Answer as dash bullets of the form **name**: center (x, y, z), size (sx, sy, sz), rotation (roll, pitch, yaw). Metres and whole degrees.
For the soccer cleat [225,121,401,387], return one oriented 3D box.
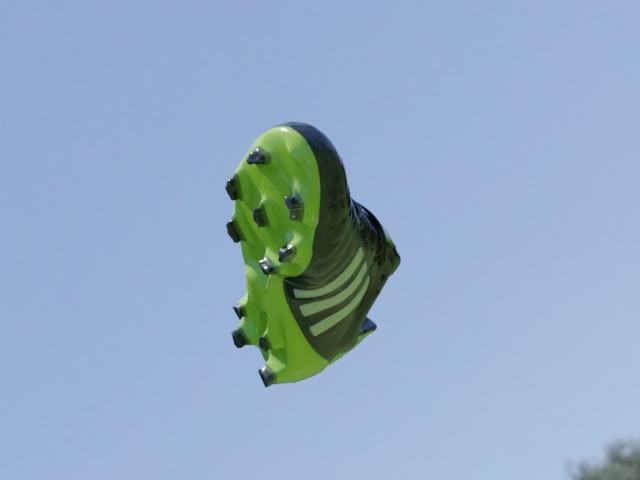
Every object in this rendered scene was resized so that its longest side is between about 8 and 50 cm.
- **soccer cleat**: center (0.000, 0.000, 0.808), size (0.072, 0.060, 0.179), rotation (-27, -27, -19)
